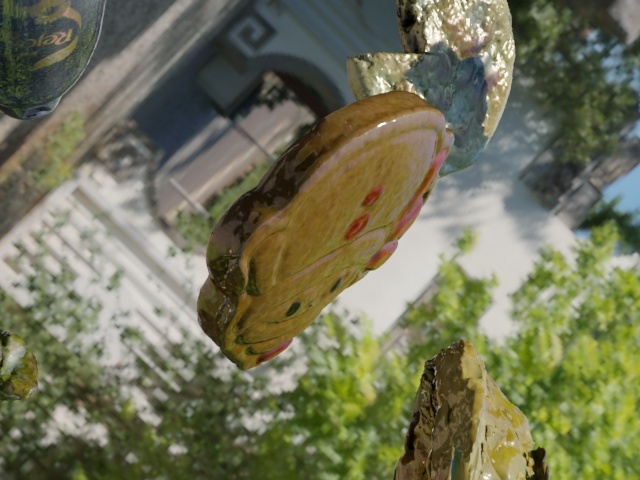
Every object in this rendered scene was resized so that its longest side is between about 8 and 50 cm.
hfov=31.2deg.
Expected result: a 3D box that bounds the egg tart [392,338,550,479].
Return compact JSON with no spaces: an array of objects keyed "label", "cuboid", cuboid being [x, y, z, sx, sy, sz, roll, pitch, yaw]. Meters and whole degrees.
[{"label":"egg tart","cuboid":[0.121,0.226,0.977,0.291,0.107,0.291,-169,-90,-89]}]

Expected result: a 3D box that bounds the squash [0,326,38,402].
[{"label":"squash","cuboid":[-0.291,0.063,0.720,0.137,0.287,0.137,18,90,-77]}]

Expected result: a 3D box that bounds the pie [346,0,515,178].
[{"label":"pie","cuboid":[0.176,-0.249,1.652,0.075,0.337,0.337,11,-128,50]}]

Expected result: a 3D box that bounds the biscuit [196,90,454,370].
[{"label":"biscuit","cuboid":[0.000,0.000,1.219,0.359,0.074,0.381,-24,149,-44]}]

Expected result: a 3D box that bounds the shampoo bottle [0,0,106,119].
[{"label":"shampoo bottle","cuboid":[-0.151,-0.130,0.580,0.087,0.049,0.233,-12,163,-18]}]
